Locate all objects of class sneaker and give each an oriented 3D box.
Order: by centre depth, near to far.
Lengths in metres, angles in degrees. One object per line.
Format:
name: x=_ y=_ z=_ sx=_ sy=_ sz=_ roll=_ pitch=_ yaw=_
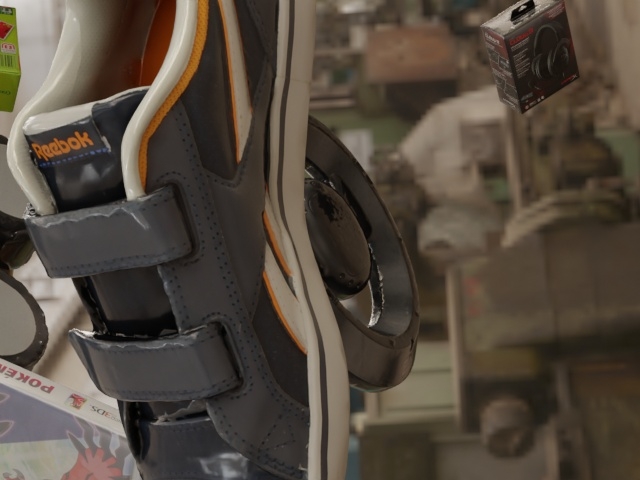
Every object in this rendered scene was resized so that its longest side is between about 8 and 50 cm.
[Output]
sneaker: x=-0.072 y=0.004 z=0.758 sx=0.127 sy=0.126 sz=0.321 roll=3 pitch=-100 yaw=-48

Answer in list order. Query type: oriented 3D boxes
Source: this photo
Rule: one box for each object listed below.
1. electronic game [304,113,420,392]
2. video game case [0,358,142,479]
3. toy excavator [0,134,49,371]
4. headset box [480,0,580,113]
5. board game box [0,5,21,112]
electronic game: x=0.000 y=0.000 z=1.172 sx=0.229 sy=0.048 sz=0.229 roll=46 pitch=-153 yaw=-32
video game case: x=-0.205 y=0.168 z=1.148 sx=0.023 sy=0.183 sz=0.201 roll=-54 pitch=-19 yaw=-49
toy excavator: x=-0.446 y=0.060 z=1.232 sx=0.222 sy=0.445 sz=0.433 roll=-48 pitch=29 yaw=36
headset box: x=0.165 y=-0.152 z=1.313 sx=0.032 sy=0.062 sz=0.083 roll=39 pitch=155 yaw=47
board game box: x=-0.338 y=-0.158 z=1.357 sx=0.092 sy=0.181 sz=0.043 roll=-105 pitch=28 yaw=-45
